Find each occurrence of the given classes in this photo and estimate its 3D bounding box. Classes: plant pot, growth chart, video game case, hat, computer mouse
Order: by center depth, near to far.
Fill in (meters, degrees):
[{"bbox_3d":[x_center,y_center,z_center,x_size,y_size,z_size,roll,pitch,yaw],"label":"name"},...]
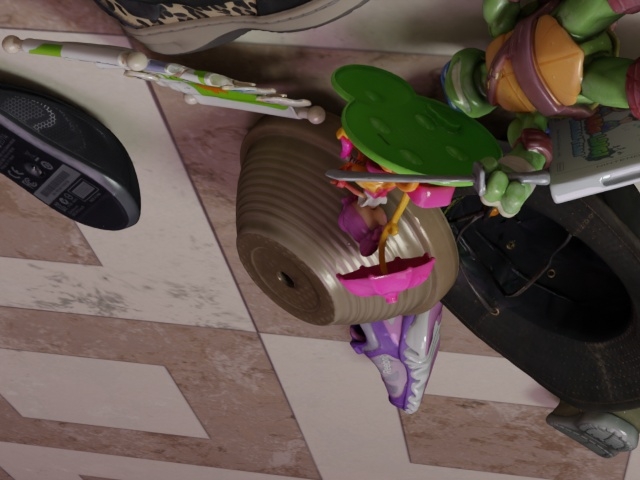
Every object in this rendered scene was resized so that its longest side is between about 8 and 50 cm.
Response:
[{"bbox_3d":[0.245,-0.081,1.031,0.143,0.157,0.019,-16,110,15],"label":"video game case"},{"bbox_3d":[-0.118,-0.133,1.118,0.172,0.021,0.237,12,-179,39],"label":"growth chart"},{"bbox_3d":[0.214,-0.003,1.213,0.331,0.134,0.331,30,149,21],"label":"hat"},{"bbox_3d":[0.000,0.000,1.242,0.237,0.110,0.237,34,153,20],"label":"plant pot"},{"bbox_3d":[-0.276,-0.110,1.289,0.272,0.072,0.188,36,149,-21],"label":"computer mouse"}]

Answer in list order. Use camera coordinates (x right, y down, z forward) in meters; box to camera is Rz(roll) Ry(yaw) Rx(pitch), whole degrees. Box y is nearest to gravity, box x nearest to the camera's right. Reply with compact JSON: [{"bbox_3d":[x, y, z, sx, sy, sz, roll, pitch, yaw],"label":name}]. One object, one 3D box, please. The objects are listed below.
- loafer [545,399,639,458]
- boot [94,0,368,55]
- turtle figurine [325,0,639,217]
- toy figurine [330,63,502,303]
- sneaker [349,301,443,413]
[{"bbox_3d":[0.357,0.214,1.694,0.094,0.087,0.251,31,170,-2],"label":"loafer"},{"bbox_3d":[-0.112,-0.249,0.840,0.284,0.138,0.377,28,161,-32],"label":"boot"},{"bbox_3d":[0.146,-0.127,0.930,0.266,0.198,0.274,-10,152,45],"label":"turtle figurine"},{"bbox_3d":[0.048,-0.032,1.096,0.130,0.173,0.159,-8,131,-34],"label":"toy figurine"},{"bbox_3d":[0.087,0.126,1.620,0.104,0.095,0.236,13,151,10],"label":"sneaker"}]
